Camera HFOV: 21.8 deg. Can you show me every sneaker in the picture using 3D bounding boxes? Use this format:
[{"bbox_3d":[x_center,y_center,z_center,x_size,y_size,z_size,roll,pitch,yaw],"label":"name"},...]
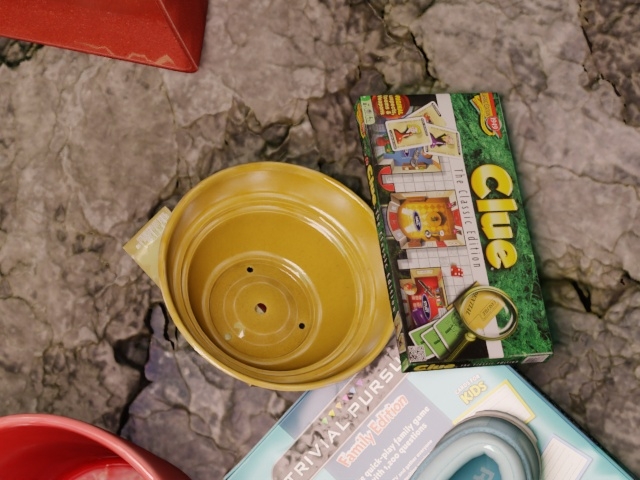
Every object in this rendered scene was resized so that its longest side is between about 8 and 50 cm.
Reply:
[{"bbox_3d":[0.073,0.309,1.363,0.135,0.150,0.365,19,89,13],"label":"sneaker"}]

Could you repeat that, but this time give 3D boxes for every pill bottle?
[{"bbox_3d":[0.000,0.000,1.542,0.043,0.043,0.083,39,93,12],"label":"pill bottle"}]

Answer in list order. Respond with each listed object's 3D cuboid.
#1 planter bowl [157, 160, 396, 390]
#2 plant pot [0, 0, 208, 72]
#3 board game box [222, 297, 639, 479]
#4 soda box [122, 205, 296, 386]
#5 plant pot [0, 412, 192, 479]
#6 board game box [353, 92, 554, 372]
[{"bbox_3d":[-0.044,0.046,1.464,0.217,0.090,0.217,7,63,-14],"label":"planter bowl"},{"bbox_3d":[-0.230,-0.333,1.523,0.267,0.267,0.235,13,75,12],"label":"plant pot"},{"bbox_3d":[0.123,0.236,1.477,0.336,0.079,0.254,43,94,12],"label":"board game box"},{"bbox_3d":[-0.099,0.052,1.547,0.058,0.061,0.181,-44,79,5],"label":"soda box"},{"bbox_3d":[-0.208,0.284,1.454,0.275,0.243,0.274,-1,85,12],"label":"plant pot"},{"bbox_3d":[0.116,-0.012,1.469,0.136,0.030,0.259,-3,67,-18],"label":"board game box"}]
